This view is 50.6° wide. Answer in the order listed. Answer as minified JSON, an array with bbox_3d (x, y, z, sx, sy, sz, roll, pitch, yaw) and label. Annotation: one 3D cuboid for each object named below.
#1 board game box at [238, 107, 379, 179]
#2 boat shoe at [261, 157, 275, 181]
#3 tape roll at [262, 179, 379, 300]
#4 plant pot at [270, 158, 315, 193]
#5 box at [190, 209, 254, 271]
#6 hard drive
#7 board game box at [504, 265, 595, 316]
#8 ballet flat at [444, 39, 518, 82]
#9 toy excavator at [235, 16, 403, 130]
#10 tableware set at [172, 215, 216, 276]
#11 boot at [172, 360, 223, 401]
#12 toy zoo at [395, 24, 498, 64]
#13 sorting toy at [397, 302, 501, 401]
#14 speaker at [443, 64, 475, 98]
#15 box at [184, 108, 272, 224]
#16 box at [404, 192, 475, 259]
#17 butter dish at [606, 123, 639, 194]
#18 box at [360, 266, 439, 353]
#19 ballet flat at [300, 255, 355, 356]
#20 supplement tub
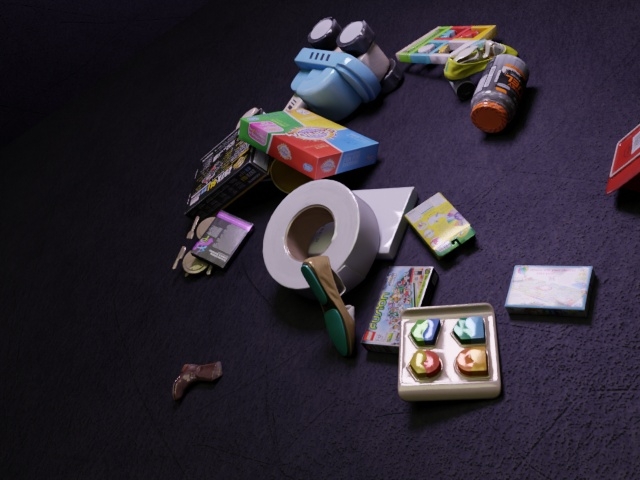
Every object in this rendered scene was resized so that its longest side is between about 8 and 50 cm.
[{"bbox_3d":[-0.035,-0.276,1.884,0.316,0.064,0.242,31,36,35],"label":"board game box"},{"bbox_3d":[-0.112,-0.247,2.057,0.228,0.068,0.081,-19,42,20],"label":"boat shoe"},{"bbox_3d":[0.000,0.000,1.644,0.286,0.100,0.286,-16,60,30],"label":"tape roll"},{"bbox_3d":[-0.068,-0.212,1.957,0.134,0.134,0.095,-15,28,24],"label":"plant pot"},{"bbox_3d":[-0.278,-0.001,1.932,0.116,0.029,0.162,24,63,18],"label":"box"},{"bbox_3d":[0.075,-0.042,1.738,0.319,0.040,0.210,-1,51,36],"label":"hard drive"},{"bbox_3d":[0.451,0.098,1.335,0.154,0.026,0.103,-1,51,36],"label":"board game box"},{"bbox_3d":[0.441,-0.501,1.848,0.231,0.077,0.077,-22,43,-12],"label":"ballet flat"},{"bbox_3d":[-0.034,-0.454,2.120,0.433,0.222,0.445,24,76,49],"label":"toy excavator"},{"bbox_3d":[-0.335,0.020,1.978,0.128,0.039,0.194,7,60,22],"label":"tableware set"},{"bbox_3d":[-0.295,0.340,1.637,0.114,0.037,0.106,-6,50,26],"label":"boot"},{"bbox_3d":[0.383,-0.578,1.999,0.192,0.030,0.293,-36,31,-20],"label":"toy zoo"},{"bbox_3d":[0.249,0.213,1.329,0.193,0.038,0.208,-5,48,14],"label":"sorting toy"},{"bbox_3d":[0.390,-0.453,1.907,0.055,0.055,0.136,-26,41,13],"label":"speaker"},{"bbox_3d":[-0.273,-0.224,2.075,0.322,0.079,0.257,-33,37,34],"label":"box"},{"bbox_3d":[0.281,-0.030,1.576,0.105,0.043,0.179,-34,37,3],"label":"box"},{"bbox_3d":[0.675,-0.163,1.371,0.160,0.118,0.160,-63,2,-30],"label":"butter dish"},{"bbox_3d":[0.175,0.149,1.479,0.114,0.036,0.207,-1,50,36],"label":"box"},{"bbox_3d":[0.036,0.138,1.489,0.073,0.232,0.080,-24,0,-30],"label":"ballet flat"},{"bbox_3d":[0.455,-0.373,1.731,0.117,0.117,0.190,2,53,37],"label":"supplement tub"}]
